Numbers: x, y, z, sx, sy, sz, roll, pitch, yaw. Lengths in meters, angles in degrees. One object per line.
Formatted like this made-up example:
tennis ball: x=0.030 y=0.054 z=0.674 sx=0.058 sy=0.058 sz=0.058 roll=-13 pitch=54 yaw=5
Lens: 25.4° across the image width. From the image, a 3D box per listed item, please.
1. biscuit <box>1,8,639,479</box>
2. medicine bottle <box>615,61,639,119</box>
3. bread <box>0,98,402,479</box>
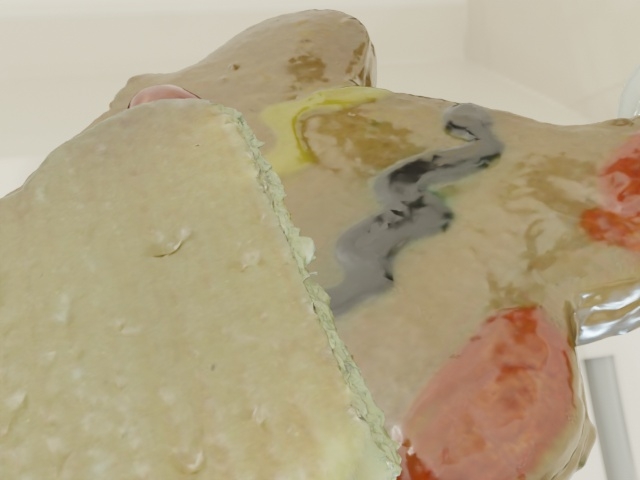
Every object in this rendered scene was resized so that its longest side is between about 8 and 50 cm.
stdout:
biscuit: x=0.000 y=0.000 z=0.808 sx=0.394 sy=0.368 sz=0.076 roll=23 pitch=143 yaw=31
medicine bottle: x=0.390 y=-0.099 z=1.107 sx=0.238 sy=0.232 sz=0.237 roll=37 pitch=148 yaw=29
bread: x=-0.090 y=0.050 z=0.520 sx=0.286 sy=0.207 sz=0.056 roll=-108 pitch=-5 yaw=-56
